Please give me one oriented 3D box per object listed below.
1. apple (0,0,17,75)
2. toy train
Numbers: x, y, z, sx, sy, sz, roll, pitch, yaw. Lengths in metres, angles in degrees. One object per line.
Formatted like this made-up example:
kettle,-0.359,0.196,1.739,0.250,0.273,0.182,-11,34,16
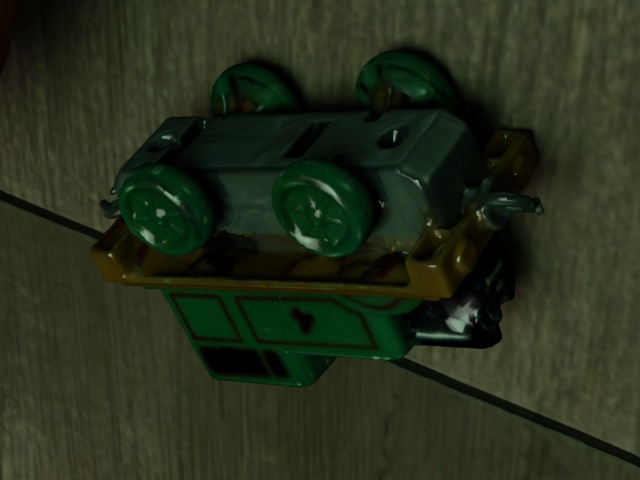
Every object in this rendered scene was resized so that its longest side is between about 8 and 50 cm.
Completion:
apple,-0.301,-0.145,0.667,0.364,0.364,0.364,20,129,27
toy train,0.000,0.000,0.717,0.228,0.091,0.136,2,130,35
